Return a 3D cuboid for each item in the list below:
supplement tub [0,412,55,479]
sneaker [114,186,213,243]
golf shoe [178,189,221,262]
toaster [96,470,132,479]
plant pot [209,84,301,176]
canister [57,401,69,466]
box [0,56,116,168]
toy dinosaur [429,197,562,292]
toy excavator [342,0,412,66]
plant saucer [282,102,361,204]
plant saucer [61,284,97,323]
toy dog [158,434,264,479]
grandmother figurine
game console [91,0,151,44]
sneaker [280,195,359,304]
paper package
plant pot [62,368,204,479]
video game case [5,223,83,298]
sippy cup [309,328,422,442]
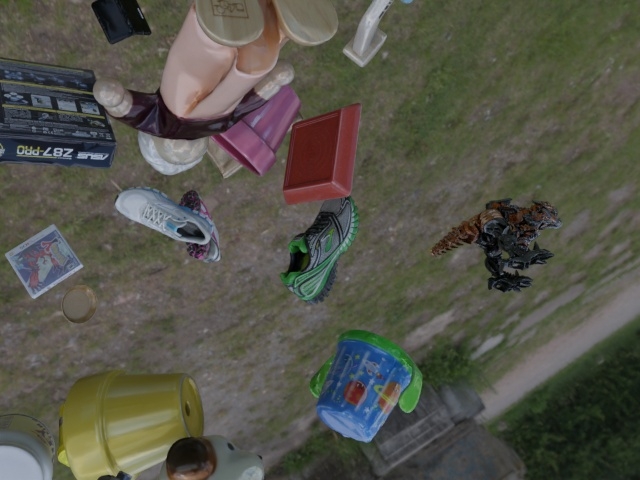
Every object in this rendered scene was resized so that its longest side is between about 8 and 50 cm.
[{"bbox_3d":[-0.828,0.598,1.406,0.236,0.235,0.325,-17,-178,-25],"label":"supplement tub"},{"bbox_3d":[-0.286,-0.043,1.002,0.191,0.083,0.071,20,102,-21],"label":"sneaker"},{"bbox_3d":[-0.285,-0.031,1.275,0.068,0.186,0.086,-25,157,19],"label":"golf shoe"},{"bbox_3d":[-0.258,0.421,0.676,0.147,0.226,0.129,25,151,-9],"label":"toaster"},{"bbox_3d":[-0.147,-0.270,1.173,0.180,0.201,0.201,-51,147,-5],"label":"plant pot"},{"bbox_3d":[-0.646,0.524,1.451,0.073,0.170,0.126,-37,128,-2],"label":"canister"},{"bbox_3d":[-0.725,-0.315,1.285,0.395,0.318,0.097,-3,141,-36],"label":"box"},{"bbox_3d":[0.421,0.001,1.268,0.322,0.218,0.164,-23,148,7],"label":"toy dinosaur"},{"bbox_3d":[0.200,-0.705,1.452,0.445,0.222,0.433,-50,179,12],"label":"toy excavator"},{"bbox_3d":[-0.010,-0.236,1.469,0.048,0.258,0.259,17,166,-42],"label":"plant saucer"},{"bbox_3d":[-0.518,0.136,1.151,0.015,0.083,0.083,-3,163,34],"label":"plant saucer"},{"bbox_3d":[-0.219,0.589,1.032,0.396,0.407,0.284,-5,147,8],"label":"toy dog"},{"bbox_3d":[-0.128,-0.151,0.565,0.208,0.103,0.342,-2,169,-27],"label":"grandmother figurine"},{"bbox_3d":[-0.546,-0.610,1.483,0.071,0.122,0.107,-21,-173,31],"label":"game console"},{"bbox_3d":[0.000,0.000,1.516,0.146,0.134,0.343,35,66,-35],"label":"sneaker"},{"bbox_3d":[-0.231,-0.373,1.807,0.325,0.309,0.168,-36,102,5],"label":"paper package"},{"bbox_3d":[-0.403,0.404,1.214,0.239,0.253,0.254,-14,145,2],"label":"plant pot"},{"bbox_3d":[-0.926,0.066,1.801,0.183,0.201,0.023,-37,160,-16],"label":"video game case"},{"bbox_3d":[0.106,0.393,1.422,0.224,0.240,0.305,-55,175,-32],"label":"sippy cup"}]
